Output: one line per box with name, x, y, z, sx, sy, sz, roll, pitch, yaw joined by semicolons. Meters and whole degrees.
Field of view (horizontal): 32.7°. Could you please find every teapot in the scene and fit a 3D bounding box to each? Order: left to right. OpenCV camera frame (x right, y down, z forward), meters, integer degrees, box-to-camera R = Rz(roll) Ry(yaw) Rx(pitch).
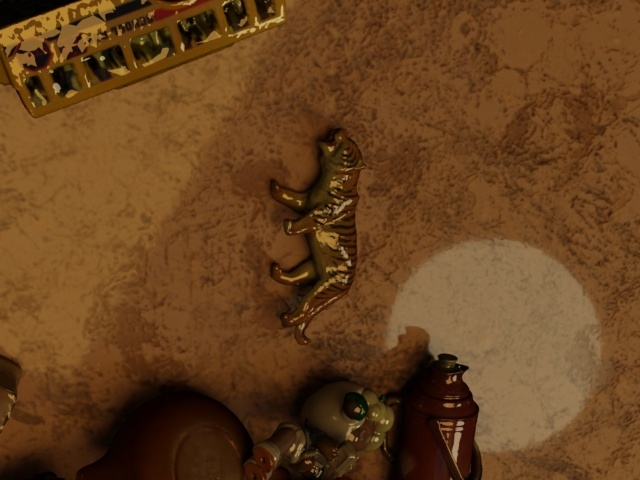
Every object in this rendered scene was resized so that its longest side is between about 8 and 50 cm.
teapot;-0.142;0.256;1.182;0.252;0.135;0.178;14;69;-43

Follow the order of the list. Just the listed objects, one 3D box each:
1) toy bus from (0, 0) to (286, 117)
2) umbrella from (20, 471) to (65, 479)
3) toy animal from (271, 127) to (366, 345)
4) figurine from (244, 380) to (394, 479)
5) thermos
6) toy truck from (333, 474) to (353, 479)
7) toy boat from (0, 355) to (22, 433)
toy bus;-0.203;-0.203;1.006;0.336;0.121;0.123;-24;121;-13
umbrella;-0.266;0.395;1.170;0.154;0.128;0.336;-9;124;5
toy animal;0.000;0.000;1.182;0.099;0.057;0.241;-7;108;-19
figurine;0.004;0.218;1.196;0.197;0.093;0.147;-33;159;-50
thermos;0.131;0.244;1.294;0.124;0.099;0.232;9;105;16
toy truck;-0.005;0.341;1.197;0.253;0.107;0.114;-19;140;-47
toy boat;-0.387;0.196;1.093;0.116;0.061;0.188;28;96;-27
